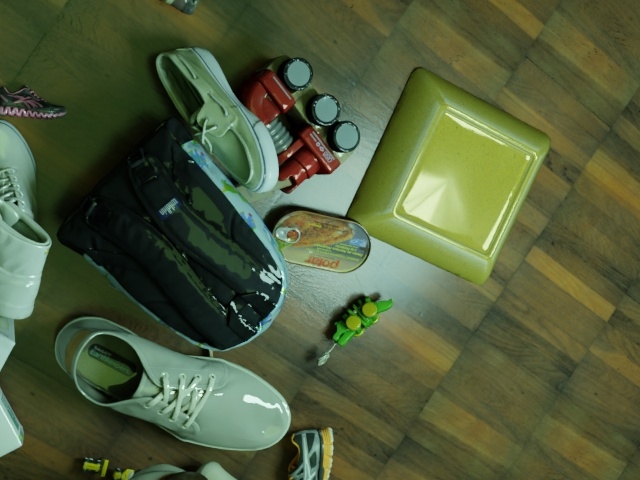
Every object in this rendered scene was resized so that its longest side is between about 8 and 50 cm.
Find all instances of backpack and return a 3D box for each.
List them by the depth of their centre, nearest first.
[{"bbox_3d":[-0.210,0.018,1.691,0.355,0.273,0.290,43,92,7],"label":"backpack"}]

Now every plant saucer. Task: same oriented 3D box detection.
[{"bbox_3d":[0.264,-0.113,1.900,0.333,0.081,0.332,24,92,-19],"label":"plant saucer"}]

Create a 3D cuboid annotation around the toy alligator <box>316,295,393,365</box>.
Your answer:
[{"bbox_3d":[0.054,0.161,1.900,0.190,0.056,0.051,-39,66,-6],"label":"toy alligator"}]

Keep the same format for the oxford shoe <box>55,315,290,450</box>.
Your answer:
[{"bbox_3d":[-0.258,0.269,1.762,0.449,0.130,0.169,26,91,-16],"label":"oxford shoe"}]

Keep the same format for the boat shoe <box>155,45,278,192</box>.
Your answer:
[{"bbox_3d":[-0.180,-0.199,1.668,0.094,0.109,0.302,-15,63,-44],"label":"boat shoe"}]

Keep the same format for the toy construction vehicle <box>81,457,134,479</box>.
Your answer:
[{"bbox_3d":[-0.395,0.443,1.819,0.098,0.035,0.085,14,84,-22],"label":"toy construction vehicle"}]

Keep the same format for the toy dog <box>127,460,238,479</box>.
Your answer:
[{"bbox_3d":[-0.217,0.560,1.710,0.285,0.395,0.408,-32,114,14],"label":"toy dog"}]

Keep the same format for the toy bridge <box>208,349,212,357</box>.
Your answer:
[{"bbox_3d":[-0.178,0.275,1.857,0.063,0.026,0.188,-21,105,-10],"label":"toy bridge"}]

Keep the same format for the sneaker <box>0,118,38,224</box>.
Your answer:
[{"bbox_3d":[-0.511,-0.074,1.655,0.094,0.091,0.258,-14,104,-15],"label":"sneaker"}]

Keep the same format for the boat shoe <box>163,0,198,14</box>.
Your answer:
[{"bbox_3d":[-0.188,-0.488,1.695,0.073,0.080,0.223,34,94,-25],"label":"boat shoe"}]

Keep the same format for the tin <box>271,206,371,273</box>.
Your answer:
[{"bbox_3d":[0.000,0.000,1.846,0.190,0.040,0.106,13,103,-14],"label":"tin"}]

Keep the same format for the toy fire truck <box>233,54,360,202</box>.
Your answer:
[{"bbox_3d":[-0.093,-0.173,1.756,0.246,0.158,0.217,-45,110,-17],"label":"toy fire truck"}]

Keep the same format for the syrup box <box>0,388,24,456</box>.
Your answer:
[{"bbox_3d":[-0.635,0.349,1.690,0.237,0.096,0.093,-26,106,-10],"label":"syrup box"}]

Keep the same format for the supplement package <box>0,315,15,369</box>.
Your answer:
[{"bbox_3d":[-0.619,0.173,1.574,0.199,0.263,0.198,29,90,-20],"label":"supplement package"}]

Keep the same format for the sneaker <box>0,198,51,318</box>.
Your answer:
[{"bbox_3d":[-0.565,-0.015,1.589,0.293,0.108,0.169,27,111,4],"label":"sneaker"}]

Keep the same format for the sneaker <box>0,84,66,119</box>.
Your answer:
[{"bbox_3d":[-0.485,-0.232,1.665,0.119,0.047,0.057,4,87,-19],"label":"sneaker"}]

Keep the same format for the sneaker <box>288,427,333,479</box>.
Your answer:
[{"bbox_3d":[-0.025,0.462,1.917,0.083,0.084,0.214,6,95,-5],"label":"sneaker"}]
